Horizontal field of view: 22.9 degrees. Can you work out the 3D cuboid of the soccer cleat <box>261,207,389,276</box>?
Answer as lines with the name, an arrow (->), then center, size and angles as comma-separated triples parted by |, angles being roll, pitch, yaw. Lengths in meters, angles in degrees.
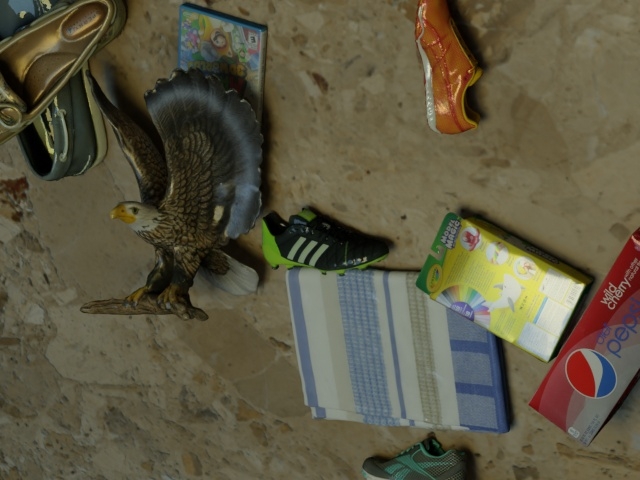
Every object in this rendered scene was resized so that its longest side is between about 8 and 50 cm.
soccer cleat -> 0.000, 0.000, 1.880 | 0.178, 0.060, 0.072 | 2, 112, 36

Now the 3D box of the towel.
towel -> 0.091, 0.130, 1.900 | 0.285, 0.034, 0.209 | 2, 111, 32

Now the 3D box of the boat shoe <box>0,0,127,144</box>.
boat shoe -> -0.357, -0.207, 1.908 | 0.285, 0.089, 0.104 | -43, 100, 6

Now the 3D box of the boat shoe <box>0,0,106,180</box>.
boat shoe -> -0.362, -0.226, 1.985 | 0.116, 0.099, 0.320 | -4, 110, 36

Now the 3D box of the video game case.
video game case -> -0.120, -0.191, 1.893 | 0.119, 0.015, 0.166 | 20, 123, 25

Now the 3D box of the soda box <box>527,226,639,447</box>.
soda box -> 0.323, 0.094, 1.683 | 0.083, 0.092, 0.263 | 36, 128, 16

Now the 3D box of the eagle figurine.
eagle figurine -> -0.182, -0.054, 1.905 | 0.226, 0.225, 0.298 | 3, 87, -1

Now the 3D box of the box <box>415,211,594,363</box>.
box -> 0.201, 0.048, 1.760 | 0.179, 0.043, 0.105 | 29, 109, 17

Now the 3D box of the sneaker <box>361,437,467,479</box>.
sneaker -> 0.121, 0.278, 1.944 | 0.166, 0.065, 0.076 | 7, 83, 45

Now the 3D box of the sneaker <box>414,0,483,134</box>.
sneaker -> 0.139, -0.200, 1.693 | 0.067, 0.064, 0.175 | -6, 116, 15
